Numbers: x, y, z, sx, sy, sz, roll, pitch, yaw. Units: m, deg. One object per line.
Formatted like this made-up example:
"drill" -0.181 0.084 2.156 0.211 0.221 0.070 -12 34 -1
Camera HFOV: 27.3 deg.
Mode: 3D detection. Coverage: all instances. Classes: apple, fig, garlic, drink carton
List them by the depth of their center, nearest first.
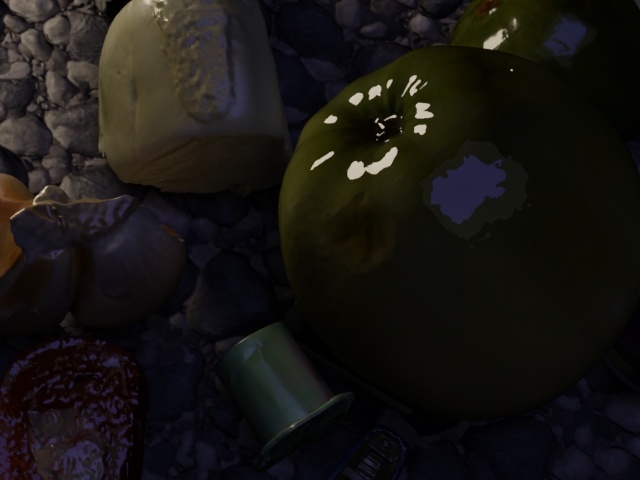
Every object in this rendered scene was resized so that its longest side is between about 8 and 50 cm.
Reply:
"apple" 0.175 -0.015 1.622 0.473 0.473 0.474 4 69 -12
"garlic" -0.332 0.009 1.647 0.286 0.313 0.249 -29 104 -28
"drink carton" -0.055 0.194 1.706 0.146 0.144 0.142 -28 73 -22
"fig" 0.346 -0.243 1.889 0.316 0.316 0.316 4 69 -12

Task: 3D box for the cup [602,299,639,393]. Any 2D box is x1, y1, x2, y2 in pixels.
"cup" 0.561 0.053 1.846 0.371 0.253 0.253 -15 74 -22

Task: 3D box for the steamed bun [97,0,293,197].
"steamed bun" -0.185 -0.200 1.780 0.272 0.273 0.290 -17 70 -3

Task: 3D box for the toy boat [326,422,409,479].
"toy boat" 0.034 0.343 1.718 0.080 0.046 0.229 36 67 0

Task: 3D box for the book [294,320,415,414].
"book" 0.104 0.084 1.842 0.191 0.025 0.269 31 66 -1

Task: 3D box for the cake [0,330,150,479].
"cake" -0.307 0.255 1.617 0.176 0.151 0.283 3 67 -2

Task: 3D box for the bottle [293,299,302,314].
"bottle" 0.000 0.000 1.832 0.060 0.060 0.217 16 68 -7

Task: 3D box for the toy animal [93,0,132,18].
"toy animal" -0.221 -0.459 1.866 0.266 0.212 0.213 -32 80 -18
